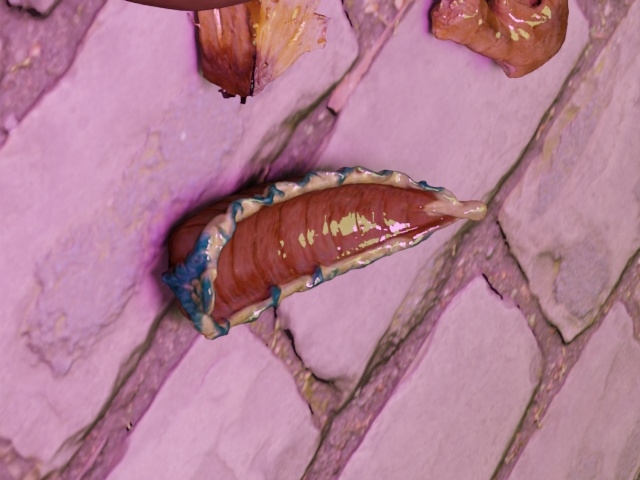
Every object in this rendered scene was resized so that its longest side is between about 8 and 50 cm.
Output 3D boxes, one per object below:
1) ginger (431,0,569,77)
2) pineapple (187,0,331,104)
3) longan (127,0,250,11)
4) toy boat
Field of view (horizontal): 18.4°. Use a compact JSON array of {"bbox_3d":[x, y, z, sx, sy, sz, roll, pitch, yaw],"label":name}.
[{"bbox_3d":[0.162,-0.191,1.668,0.096,0.067,0.165,-53,149,16],"label":"ginger"},{"bbox_3d":[-0.041,-0.153,1.416,0.137,0.069,0.116,31,81,-57],"label":"pineapple"},{"bbox_3d":[-0.081,-0.262,1.153,0.258,0.258,0.258,-29,130,-42],"label":"longan"},{"bbox_3d":[-0.006,-0.004,1.524,0.293,0.099,0.108,-18,121,-40],"label":"toy boat"}]
